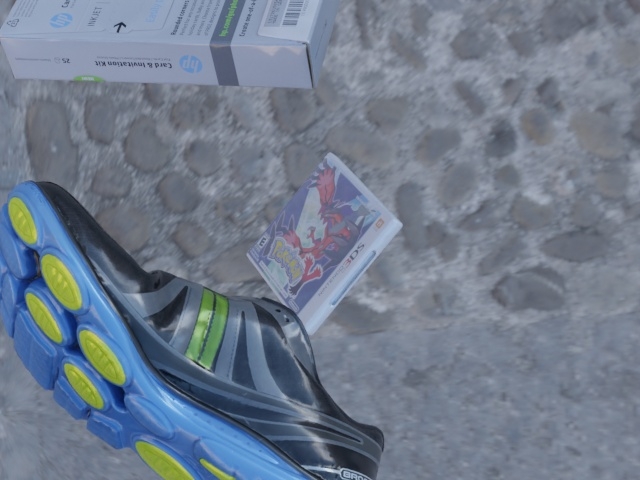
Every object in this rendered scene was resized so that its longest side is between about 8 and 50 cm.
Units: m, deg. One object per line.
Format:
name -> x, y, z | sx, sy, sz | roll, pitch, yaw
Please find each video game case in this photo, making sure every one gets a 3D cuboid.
video game case -> 0.000, 0.000, 1.702 | 0.023, 0.201, 0.183 | 34, 100, -36

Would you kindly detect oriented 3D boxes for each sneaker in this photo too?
sneaker -> -0.052, 0.046, 0.518 | 0.188, 0.067, 0.078 | 41, 46, -5

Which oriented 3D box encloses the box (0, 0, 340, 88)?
box -> -0.081, -0.153, 0.792 | 0.186, 0.038, 0.145 | 4, 48, 11
